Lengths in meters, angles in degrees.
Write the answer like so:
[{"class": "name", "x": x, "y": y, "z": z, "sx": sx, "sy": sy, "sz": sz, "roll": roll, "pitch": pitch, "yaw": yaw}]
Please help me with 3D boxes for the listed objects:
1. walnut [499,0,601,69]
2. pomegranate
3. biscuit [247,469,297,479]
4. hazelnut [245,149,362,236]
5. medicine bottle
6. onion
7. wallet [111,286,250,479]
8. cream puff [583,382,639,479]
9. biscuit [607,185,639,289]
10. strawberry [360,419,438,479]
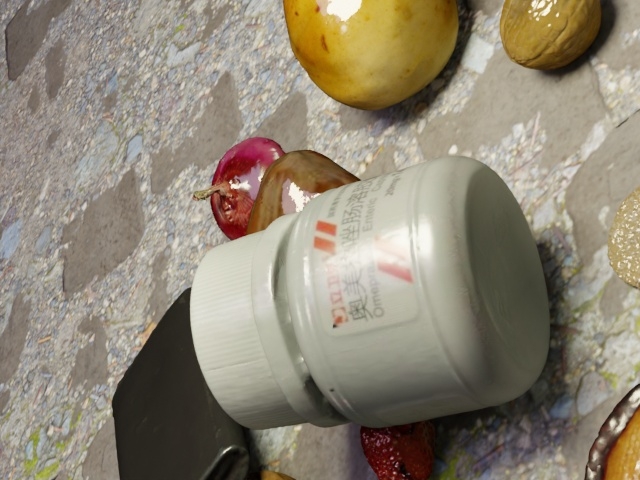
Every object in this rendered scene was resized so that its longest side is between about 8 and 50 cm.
[{"class": "walnut", "x": 0.247, "y": -0.238, "z": 1.474, "sx": 0.124, "sy": 0.105, "sz": 0.105, "roll": -45, "pitch": 38, "yaw": 27}, {"class": "pomegranate", "x": 0.057, "y": -0.278, "z": 1.651, "sx": 0.233, "sy": 0.233, "sz": 0.233, "roll": -31, "pitch": 46, "yaw": 39}, {"class": "biscuit", "x": -0.120, "y": 0.398, "z": 1.564, "sx": 0.367, "sy": 0.063, "sz": 0.314, "roll": -41, "pitch": 39, "yaw": 39}, {"class": "hazelnut", "x": -0.009, "y": 0.003, "z": 1.579, "sx": 0.186, "sy": 0.210, "sz": 0.210, "roll": -56, "pitch": 35, "yaw": 4}, {"class": "medicine bottle", "x": 0.049, "y": 0.065, "z": 1.358, "sx": 0.306, "sy": 0.245, "sz": 0.245, "roll": -16, "pitch": 54, "yaw": 26}, {"class": "onion", "x": -0.114, "y": -0.066, "z": 1.810, "sx": 0.150, "sy": 0.140, "sz": 0.150, "roll": -11, "pitch": 77, "yaw": 55}, {"class": "wallet", "x": -0.181, "y": 0.237, "z": 1.709, "sx": 0.228, "sy": 0.062, "sz": 0.406, "roll": -55, "pitch": 24, "yaw": 15}, {"class": "cream puff", "x": 0.321, "y": 0.204, "z": 1.031, "sx": 0.239, "sy": 0.164, "sz": 0.239, "roll": -31, "pitch": 46, "yaw": 38}, {"class": "biscuit", "x": 0.322, "y": -0.009, "z": 1.300, "sx": 0.120, "sy": 0.015, "sz": 0.120, "roll": -31, "pitch": 47, "yaw": 40}, {"class": "strawberry", "x": 0.083, "y": 0.215, "z": 1.422, "sx": 0.083, "sy": 0.083, "sz": 0.096, "roll": -29, "pitch": 51, "yaw": 41}]
